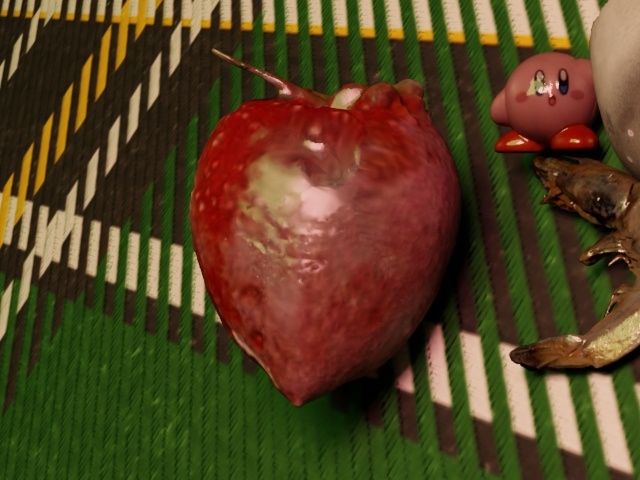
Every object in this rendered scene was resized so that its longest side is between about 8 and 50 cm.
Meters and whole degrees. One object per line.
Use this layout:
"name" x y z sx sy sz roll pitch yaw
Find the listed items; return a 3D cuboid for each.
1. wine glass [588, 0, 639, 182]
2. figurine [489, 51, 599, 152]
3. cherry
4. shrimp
"wine glass" 0.238 -0.059 0.891 0.126 0.126 0.241 -36 39 22
"figurine" 0.160 -0.097 1.070 0.083 0.067 0.071 -2 91 23
"cherry" 0.000 0.000 1.072 0.175 0.192 0.249 111 167 -63
"shrimp" 0.163 0.016 0.995 0.148 0.035 0.195 -54 34 1
